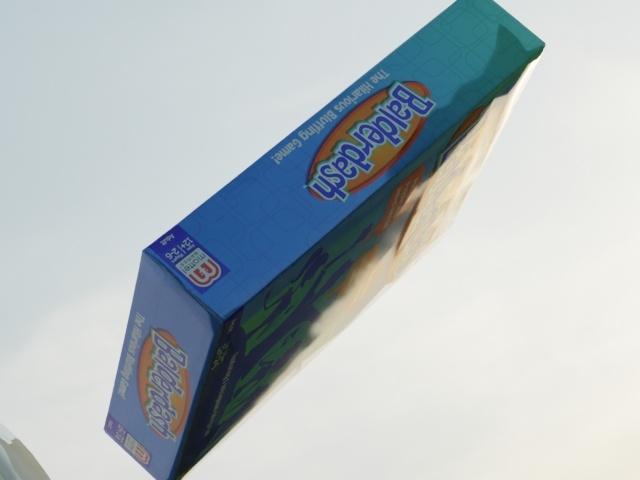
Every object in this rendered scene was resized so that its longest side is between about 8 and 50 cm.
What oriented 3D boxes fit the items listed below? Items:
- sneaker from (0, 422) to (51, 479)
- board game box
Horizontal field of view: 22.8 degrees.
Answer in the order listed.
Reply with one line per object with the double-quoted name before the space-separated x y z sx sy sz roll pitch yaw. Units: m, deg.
"sneaker" -0.158 0.050 0.399 0.106 0.290 0.123 -40 -19 11
"board game box" 0.000 0.000 0.704 0.210 0.047 0.160 -42 -15 -31
